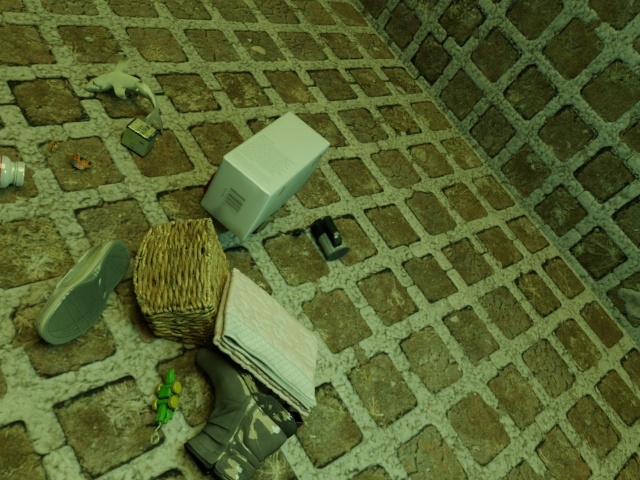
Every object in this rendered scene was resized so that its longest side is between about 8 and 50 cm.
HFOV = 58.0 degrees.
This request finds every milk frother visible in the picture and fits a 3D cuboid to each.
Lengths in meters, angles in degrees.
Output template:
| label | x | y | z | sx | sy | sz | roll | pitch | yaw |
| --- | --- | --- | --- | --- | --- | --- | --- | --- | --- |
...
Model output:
| label | x | y | z | sx | sy | sz | roll | pitch | yaw |
| --- | --- | --- | --- | --- | --- | --- | --- | --- | --- |
| milk frother | 0.000 | 0.000 | 1.913 | 0.143 | 0.129 | 0.134 | -30 | 68 | 0 |

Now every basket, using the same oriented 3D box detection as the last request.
| label | x | y | z | sx | sy | sz | roll | pitch | yaw |
| --- | --- | --- | --- | --- | --- | --- | --- | --- | --- |
| basket | -0.369 | 0.122 | 1.549 | 0.214 | 0.223 | 0.299 | -8 | 54 | 1 |

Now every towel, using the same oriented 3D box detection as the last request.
| label | x | y | z | sx | sy | sz | roll | pitch | yaw |
| --- | --- | --- | --- | --- | --- | --- | --- | --- | --- |
| towel | -0.130 | 0.253 | 1.505 | 0.332 | 0.053 | 0.317 | 44 | 18 | -20 |

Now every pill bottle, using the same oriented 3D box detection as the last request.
| label | x | y | z | sx | sy | sz | roll | pitch | yaw |
| --- | --- | --- | --- | --- | --- | --- | --- | --- | --- |
| pill bottle | -0.852 | -0.181 | 1.480 | 0.160 | 0.087 | 0.087 | 5 | 52 | -31 |

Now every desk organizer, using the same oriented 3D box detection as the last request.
| label | x | y | z | sx | sy | sz | roll | pitch | yaw |
| --- | --- | --- | --- | --- | --- | --- | --- | --- | --- |
| desk organizer | -0.110 | 0.451 | 1.477 | 0.130 | 0.050 | 0.047 | 14 | 49 | -25 |

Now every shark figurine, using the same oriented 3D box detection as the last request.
| label | x | y | z | sx | sy | sz | roll | pitch | yaw |
| --- | --- | --- | --- | --- | --- | --- | --- | --- | --- |
| shark figurine | -0.604 | -0.481 | 1.899 | 0.278 | 0.116 | 0.166 | 31 | 77 | 3 |

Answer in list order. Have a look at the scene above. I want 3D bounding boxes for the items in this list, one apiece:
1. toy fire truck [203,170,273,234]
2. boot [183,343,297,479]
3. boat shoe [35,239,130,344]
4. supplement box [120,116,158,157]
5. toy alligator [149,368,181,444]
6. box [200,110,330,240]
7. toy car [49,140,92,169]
| label | x | y | z | sx | sy | sz | roll | pitch | yaw |
| --- | --- | --- | --- | --- | --- | --- | --- | --- | --- |
| toy fire truck | -0.298 | -0.099 | 1.764 | 0.217 | 0.158 | 0.246 | 52 | 34 | 13 |
| boot | -0.242 | 0.413 | 1.370 | 0.338 | 0.118 | 0.223 | 36 | 61 | 27 |
| boat shoe | -0.586 | 0.119 | 1.406 | 0.320 | 0.103 | 0.118 | -69 | 148 | -43 |
| supplement box | -0.563 | -0.320 | 1.794 | 0.083 | 0.083 | 0.056 | 32 | 43 | -7 |
| toy alligator | -0.361 | 0.396 | 1.358 | 0.051 | 0.056 | 0.189 | 59 | 25 | -44 |
| box | -0.156 | -0.196 | 1.686 | 0.168 | 0.215 | 0.345 | 40 | 44 | 3 |
| toy car | -0.724 | -0.239 | 1.668 | 0.122 | 0.060 | 0.040 | 28 | 86 | 13 |
